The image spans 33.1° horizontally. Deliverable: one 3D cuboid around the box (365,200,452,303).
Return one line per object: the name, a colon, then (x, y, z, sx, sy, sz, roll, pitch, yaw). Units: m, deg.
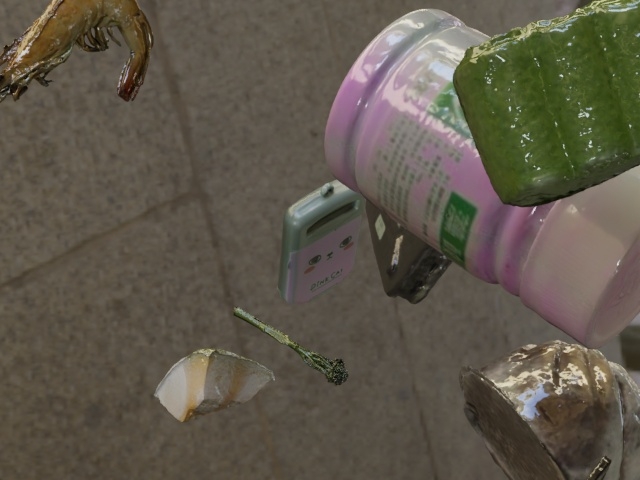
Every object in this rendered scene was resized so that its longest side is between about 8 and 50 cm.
box: (0.212, -0.094, 2.110, 0.091, 0.350, 0.359, 22, 31, -24)

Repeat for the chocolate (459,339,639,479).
chocolate: (0.373, 0.267, 1.612, 0.213, 0.303, 0.303, -30, 118, -11)

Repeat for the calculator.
calculator: (0.000, 0.000, 1.607, 0.141, 0.045, 0.246, -29, 148, -27)

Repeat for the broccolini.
broccolini: (-0.050, 0.162, 1.669, 0.042, 0.218, 0.044, -57, 161, -17)

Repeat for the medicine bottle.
medicine bottle: (0.186, -0.066, 1.047, 0.212, 0.325, 0.212, -40, 152, -27)

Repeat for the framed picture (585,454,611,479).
framed picture: (0.269, 0.448, 1.381, 0.255, 0.014, 0.338, -41, 151, -32)

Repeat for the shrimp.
shrimp: (-0.232, -0.167, 1.028, 0.124, 0.034, 0.178, 48, 68, -32)

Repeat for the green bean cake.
green bean cake: (0.212, -0.109, 0.754, 0.248, 0.222, 0.124, -16, 86, -81)

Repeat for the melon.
melon: (-0.173, 0.228, 1.775, 0.139, 0.203, 0.093, 92, -17, -46)
